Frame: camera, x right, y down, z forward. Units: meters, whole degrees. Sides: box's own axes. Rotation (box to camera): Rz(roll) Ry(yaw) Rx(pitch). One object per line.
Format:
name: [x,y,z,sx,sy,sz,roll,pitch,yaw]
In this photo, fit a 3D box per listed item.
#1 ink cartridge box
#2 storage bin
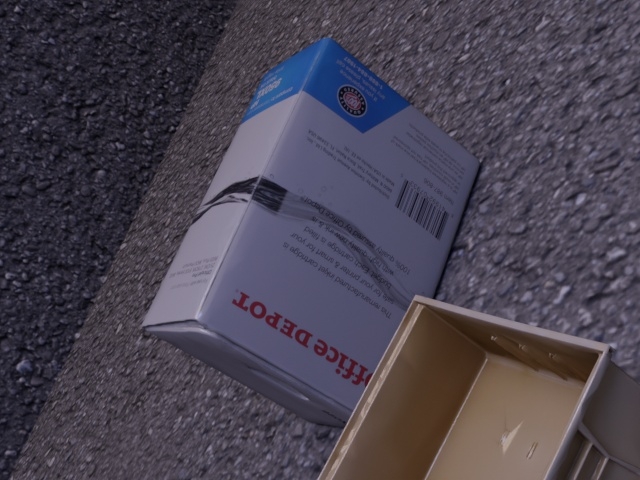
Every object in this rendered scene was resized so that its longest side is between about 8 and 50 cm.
ink cartridge box: [0.000,0.000,1.041,0.166,0.285,0.395,-13,48,55]
storage bin: [0.141,0.209,0.758,0.260,0.123,0.262,-60,28,-10]
